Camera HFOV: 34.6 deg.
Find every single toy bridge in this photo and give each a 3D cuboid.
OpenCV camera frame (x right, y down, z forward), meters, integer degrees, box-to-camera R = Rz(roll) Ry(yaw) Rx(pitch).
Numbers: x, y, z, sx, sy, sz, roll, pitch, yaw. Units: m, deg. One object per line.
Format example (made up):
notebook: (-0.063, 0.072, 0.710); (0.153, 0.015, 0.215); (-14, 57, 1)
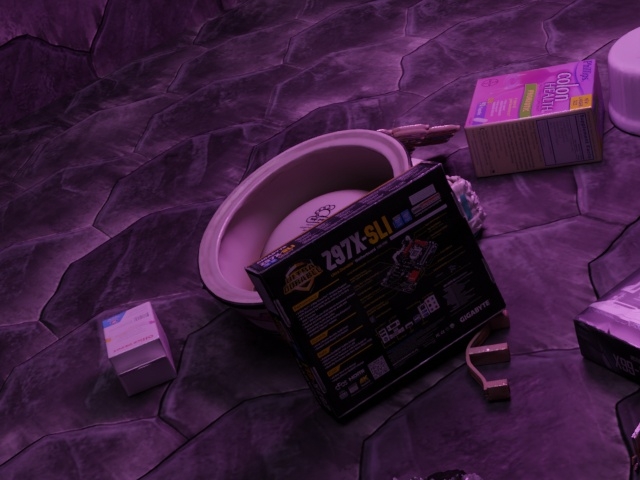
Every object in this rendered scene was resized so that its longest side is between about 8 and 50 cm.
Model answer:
toy bridge: (0.248, 0.168, 1.523); (0.063, 0.026, 0.188); (-11, 29, 16)

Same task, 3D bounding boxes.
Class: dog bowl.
dog bowl: (0.000, 0.000, 1.753); (0.408, 0.150, 0.408); (-23, 36, 18)

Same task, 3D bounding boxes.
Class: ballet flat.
ballet flat: (0.143, -0.111, 1.924); (0.147, 0.147, 0.409); (-36, 36, -27)

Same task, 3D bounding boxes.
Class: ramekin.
ramekin: (0.685, -0.322, 1.974); (0.277, 0.135, 0.277); (-15, 30, 9)

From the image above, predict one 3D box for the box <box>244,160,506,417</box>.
box: (0.089, 0.070, 1.525); (0.322, 0.257, 0.079); (-32, 16, -14)

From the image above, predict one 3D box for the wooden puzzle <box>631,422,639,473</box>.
wooden puzzle: (0.402, 0.246, 1.278); (0.006, 0.049, 0.083); (7, 38, 41)

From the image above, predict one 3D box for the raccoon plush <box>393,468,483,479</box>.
raccoon plush: (0.130, 0.451, 1.045); (0.216, 0.299, 0.446); (-22, 58, -36)

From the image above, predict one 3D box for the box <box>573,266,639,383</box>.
box: (0.547, 0.094, 1.419); (0.307, 0.076, 0.242); (-32, 32, -21)

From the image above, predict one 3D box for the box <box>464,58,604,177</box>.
box: (0.422, -0.240, 2.009); (0.243, 0.117, 0.213); (-6, 32, 21)

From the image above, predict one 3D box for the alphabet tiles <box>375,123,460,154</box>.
alphabet tiles: (0.127, -0.187, 2.025); (0.278, 0.021, 0.284); (-8, -4, -4)

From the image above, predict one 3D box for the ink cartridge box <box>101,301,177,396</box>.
ink cartridge box: (-0.308, 0.189, 1.752); (0.092, 0.090, 0.143); (-22, 31, -5)
